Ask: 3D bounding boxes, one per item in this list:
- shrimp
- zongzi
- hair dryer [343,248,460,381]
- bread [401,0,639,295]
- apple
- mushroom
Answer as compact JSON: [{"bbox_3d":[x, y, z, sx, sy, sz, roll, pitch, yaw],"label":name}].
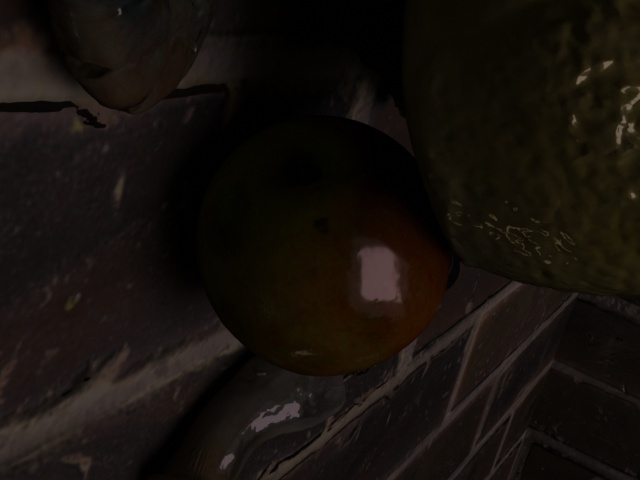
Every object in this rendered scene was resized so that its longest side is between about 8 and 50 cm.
[{"bbox_3d":[-0.091,-0.194,0.421,0.178,0.075,0.289,-62,155,-27],"label":"shrimp"},{"bbox_3d":[0.102,-0.235,0.728,0.256,0.115,0.228,22,90,-56],"label":"zongzi"},{"bbox_3d":[0.083,0.081,1.019,0.219,0.071,0.124,-57,153,2],"label":"hair dryer"},{"bbox_3d":[0.194,-0.112,0.587,0.320,0.237,0.320,-10,90,-68],"label":"bread"},{"bbox_3d":[0.000,0.000,0.628,0.196,0.196,0.196,-44,147,-38],"label":"apple"},{"bbox_3d":[-0.065,0.168,0.775,0.223,0.081,0.092,-36,122,-42],"label":"mushroom"}]
